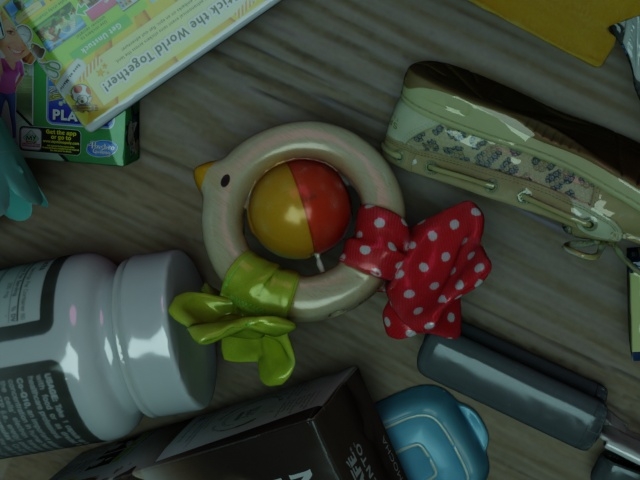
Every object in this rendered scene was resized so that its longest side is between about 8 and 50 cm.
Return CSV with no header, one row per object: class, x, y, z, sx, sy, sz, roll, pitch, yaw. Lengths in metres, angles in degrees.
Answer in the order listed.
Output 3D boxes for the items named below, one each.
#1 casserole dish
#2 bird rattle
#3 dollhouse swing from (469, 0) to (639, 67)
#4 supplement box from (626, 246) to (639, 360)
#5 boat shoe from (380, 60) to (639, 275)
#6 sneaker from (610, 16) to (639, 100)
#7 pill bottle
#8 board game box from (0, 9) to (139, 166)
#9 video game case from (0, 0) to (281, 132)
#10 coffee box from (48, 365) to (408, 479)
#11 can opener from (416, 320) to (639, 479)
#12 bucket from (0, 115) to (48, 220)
casserole dish,0.058,0.203,1.234,0.188,0.037,0.114,-28,96,15
bird rattle,0.000,0.000,1.118,0.254,0.143,0.206,-21,77,9
dollhouse swing,0.129,-0.375,1.058,0.315,0.305,0.346,21,105,-32
supplement box,0.293,0.050,1.151,0.083,0.056,0.083,-3,102,10
boat shoe,0.187,-0.049,1.131,0.285,0.104,0.089,28,114,14
sneaker,0.282,-0.140,1.100,0.081,0.080,0.211,-23,99,16
pill bottle,-0.241,0.099,1.194,0.283,0.161,0.161,-10,100,11
board game box,-0.310,-0.183,1.204,0.317,0.046,0.213,5,104,8
video game case,-0.155,-0.233,1.133,0.227,0.026,0.206,-33,96,11
coffee box,-0.079,0.237,1.193,0.297,0.119,0.168,-21,98,24
can opener,0.206,0.155,1.179,0.280,0.074,0.093,29,106,2
bucket,-0.369,-0.056,1.085,0.281,0.281,0.183,-24,92,13
